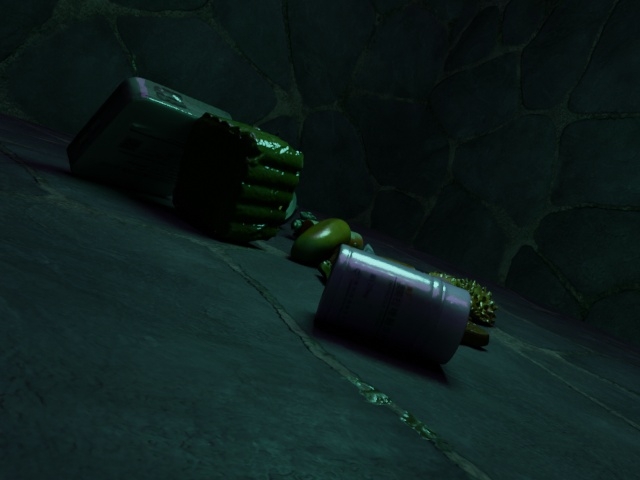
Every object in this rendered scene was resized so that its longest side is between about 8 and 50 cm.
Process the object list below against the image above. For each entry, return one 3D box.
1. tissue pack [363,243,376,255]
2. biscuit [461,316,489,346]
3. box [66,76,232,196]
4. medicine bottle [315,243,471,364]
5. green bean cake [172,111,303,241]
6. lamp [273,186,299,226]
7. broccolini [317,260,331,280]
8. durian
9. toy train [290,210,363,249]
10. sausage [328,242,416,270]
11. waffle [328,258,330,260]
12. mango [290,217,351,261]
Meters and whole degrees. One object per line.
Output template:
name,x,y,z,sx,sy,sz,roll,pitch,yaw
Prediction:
tissue pack,0.181,0.075,1.924,0.122,0.026,0.193,51,14,1
biscuit,0.279,0.178,1.437,0.278,0.043,0.301,22,13,0
box,-0.514,-0.297,1.768,0.396,0.396,0.111,14,49,-49
medicine bottle,0.132,0.119,1.063,0.254,0.152,0.152,20,6,1
green bean cake,-0.242,-0.181,1.646,0.218,0.335,0.319,12,15,-47
lamp,-0.204,-0.175,2.310,0.272,0.205,0.374,19,21,39
broccolini,0.038,0.090,1.360,0.078,0.074,0.392,26,6,-15
durian,0.456,0.171,1.850,0.191,0.112,0.341,15,5,-22
toy train,0.028,-0.020,2.135,0.285,0.116,0.177,16,8,-39
sausage,0.154,0.089,1.656,0.270,0.109,0.109,18,6,-14
waffle,0.049,0.045,1.934,0.234,0.055,0.221,31,9,36
mango,0.000,0.000,1.720,0.156,0.114,0.251,-24,-6,28
